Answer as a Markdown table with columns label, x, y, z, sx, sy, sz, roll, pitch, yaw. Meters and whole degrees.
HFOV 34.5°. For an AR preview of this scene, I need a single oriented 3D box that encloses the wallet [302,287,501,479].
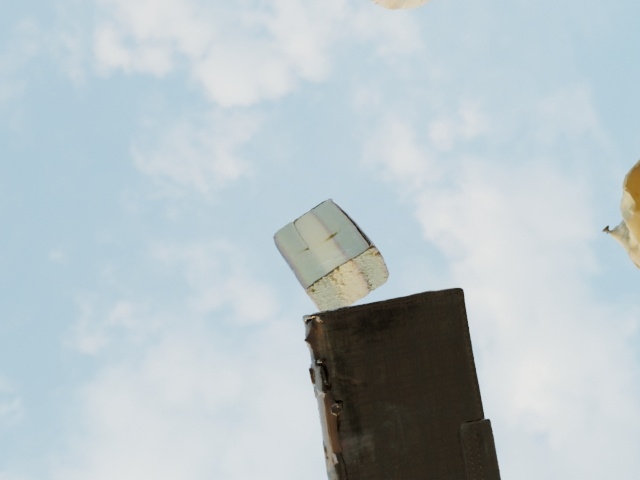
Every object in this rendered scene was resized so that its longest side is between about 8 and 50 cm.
| label | x | y | z | sx | sy | sz | roll | pitch | yaw |
| --- | --- | --- | --- | --- | --- | --- | --- | --- | --- |
| wallet | 0.082 | 0.207 | 0.900 | 0.169 | 0.044 | 0.316 | -9 | -93 | -29 |

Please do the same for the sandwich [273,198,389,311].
| label | x | y | z | sx | sy | sz | roll | pitch | yaw |
| --- | --- | --- | --- | --- | --- | --- | --- | --- | --- |
| sandwich | 0.000 | 0.000 | 1.444 | 0.117 | 0.144 | 0.187 | -32 | -121 | -3 |

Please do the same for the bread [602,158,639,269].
| label | x | y | z | sx | sy | sz | roll | pitch | yaw |
| --- | --- | --- | --- | --- | --- | --- | --- | --- | --- |
| bread | 0.378 | -0.073 | 1.035 | 0.184 | 0.211 | 0.224 | -4 | -97 | -55 |

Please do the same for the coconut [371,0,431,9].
| label | x | y | z | sx | sy | sz | roll | pitch | yaw |
| --- | --- | --- | --- | --- | --- | --- | --- | --- | --- |
| coconut | 0.105 | -0.420 | 1.360 | 0.241 | 0.241 | 0.241 | 6 | -106 | -23 |
